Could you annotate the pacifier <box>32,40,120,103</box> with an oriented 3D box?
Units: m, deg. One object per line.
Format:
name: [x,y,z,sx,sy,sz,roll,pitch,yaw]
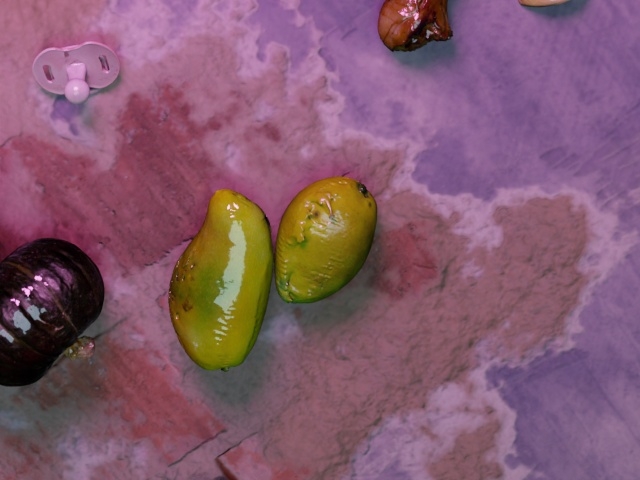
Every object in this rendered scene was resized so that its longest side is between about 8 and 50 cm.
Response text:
pacifier: [-0.275,-0.182,1.473,0.099,0.078,0.081,-12,138,-1]

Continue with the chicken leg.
chicken leg: [0.135,-0.287,1.476,0.093,0.070,0.178,28,100,-24]

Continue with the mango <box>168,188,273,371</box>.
mango: [-0.121,0.046,1.575,0.125,0.111,0.232,7,110,5]

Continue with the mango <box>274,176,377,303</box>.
mango: [0.000,0.000,1.575,0.119,0.100,0.178,15,118,-23]

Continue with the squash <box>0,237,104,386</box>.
squash: [-0.343,0.086,1.535,0.193,0.193,0.155,-23,95,5]

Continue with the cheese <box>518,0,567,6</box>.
cheese: [0.267,-0.301,1.489,0.084,0.041,0.060,-12,114,1]
